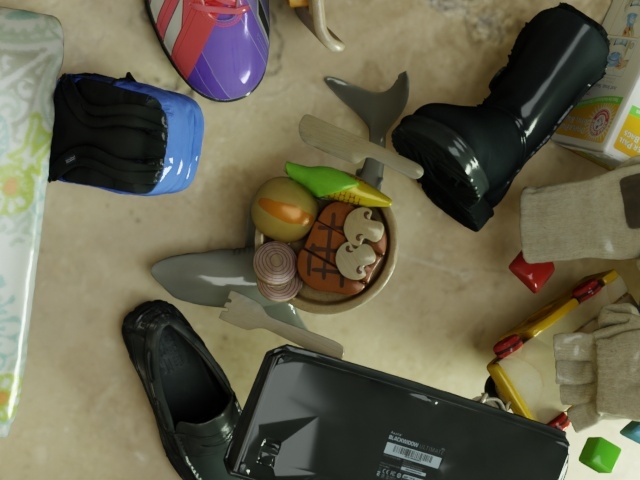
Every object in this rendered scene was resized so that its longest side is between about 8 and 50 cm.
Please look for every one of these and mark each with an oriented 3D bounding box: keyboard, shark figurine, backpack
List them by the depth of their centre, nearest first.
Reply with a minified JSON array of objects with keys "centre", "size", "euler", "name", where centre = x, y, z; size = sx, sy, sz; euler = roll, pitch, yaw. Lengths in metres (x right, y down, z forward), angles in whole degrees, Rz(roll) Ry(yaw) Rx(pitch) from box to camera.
[{"centre":[-0.153,-0.089,1.475],"size":[0.101,0.120,0.098],"euler":[-11,110,-55],"name":"backpack"},{"centre":[0.062,0.221,1.555],"size":[0.317,0.033,0.201],"euler":[19,91,-23],"name":"keyboard"},{"centre":[0.007,-0.010,1.572],"size":[0.278,0.116,0.166],"euler":[-45,115,-8],"name":"shark figurine"}]

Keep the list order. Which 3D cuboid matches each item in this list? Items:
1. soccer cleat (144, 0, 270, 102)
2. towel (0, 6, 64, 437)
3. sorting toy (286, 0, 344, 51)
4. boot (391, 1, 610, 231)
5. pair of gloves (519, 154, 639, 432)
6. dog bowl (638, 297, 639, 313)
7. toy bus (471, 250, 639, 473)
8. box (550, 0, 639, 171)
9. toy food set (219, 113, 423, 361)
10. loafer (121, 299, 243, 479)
[{"centre":[-0.090,-0.268,1.476],"size":[0.109,0.116,0.318],"euler":[-10,104,-20],"name":"soccer cleat"},{"centre":[-0.384,-0.014,1.418],"size":[0.321,0.090,0.374],"euler":[5,98,-27],"name":"towel"},{"centre":[-0.024,-0.264,1.470],"size":[0.038,0.193,0.208],"euler":[-11,104,-3],"name":"sorting toy"},{"centre":[0.165,-0.128,1.570],"size":[0.094,0.246,0.207],"euler":[35,85,17],"name":"boot"},{"centre":[0.293,0.042,1.595],"size":[0.204,0.042,0.240],"euler":[-15,77,17],"name":"pair of gloves"},{"centre":[0.413,0.100,1.706],"size":[0.265,0.104,0.264],"euler":[11,75,-49],"name":"dog bowl"},{"centre":[0.218,0.116,1.686],"size":[0.202,0.104,0.191],"euler":[15,77,-16],"name":"toy bus"},{"centre":[0.324,-0.157,1.683],"size":[0.114,0.103,0.203],"euler":[26,89,-24],"name":"box"},{"centre":[0.000,0.000,1.504],"size":[0.132,0.038,0.192],"euler":[22,92,6],"name":"toy food set"},{"centre":[-0.108,0.156,1.570],"size":[0.076,0.078,0.223],"euler":[-30,110,-15],"name":"loafer"}]
